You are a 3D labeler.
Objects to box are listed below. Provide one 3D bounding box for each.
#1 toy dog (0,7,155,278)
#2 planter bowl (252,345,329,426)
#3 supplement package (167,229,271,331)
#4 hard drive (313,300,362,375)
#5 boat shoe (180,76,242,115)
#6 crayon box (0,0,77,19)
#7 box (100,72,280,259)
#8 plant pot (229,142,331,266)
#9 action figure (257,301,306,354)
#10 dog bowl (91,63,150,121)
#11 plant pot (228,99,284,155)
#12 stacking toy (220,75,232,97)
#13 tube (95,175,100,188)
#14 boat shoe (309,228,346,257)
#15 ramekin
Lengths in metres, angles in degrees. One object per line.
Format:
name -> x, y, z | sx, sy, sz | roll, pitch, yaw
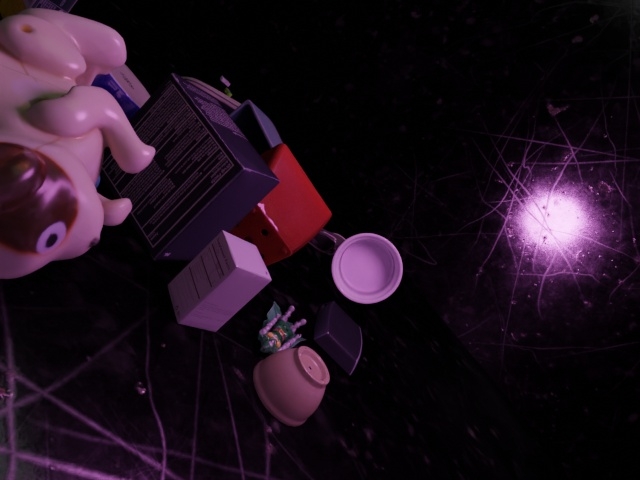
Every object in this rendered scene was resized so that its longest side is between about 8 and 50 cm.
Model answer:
toy dog -> -0.437, -0.139, 0.649 | 0.395, 0.284, 0.408 | 18, 40, -51
planter bowl -> -0.049, 0.299, 0.983 | 0.162, 0.109, 0.162 | 44, 16, -16
supplement package -> -0.209, 0.087, 0.937 | 0.105, 0.179, 0.105 | 31, 22, -49
hard drive -> 0.061, 0.289, 1.418 | 0.172, 0.054, 0.255 | 46, 15, -6
boat shoe -> -0.438, -0.517, 1.842 | 0.500, 0.156, 0.187 | 33, -1, 21
crayon box -> -0.793, -0.694, 1.251 | 0.319, 0.202, 0.081 | 56, 16, 26
box -> -0.308, -0.154, 1.054 | 0.294, 0.296, 0.182 | 53, 15, 16
plant pot -> -0.164, -0.064, 1.270 | 0.267, 0.267, 0.236 | 55, 29, -21
action figure -> -0.098, 0.228, 1.126 | 0.137, 0.063, 0.232 | 46, 16, 2
dog bowl -> -0.562, -0.403, 1.240 | 0.265, 0.104, 0.265 | 55, 5, -7
plant pot -> -0.233, -0.304, 1.657 | 0.252, 0.247, 0.248 | 14, 46, -62
stacking toy -> -0.475, -0.648, 2.087 | 0.052, 0.167, 0.221 | 36, 18, -37
tube -> -0.533, -0.136, 0.875 | 0.080, 0.052, 0.207 | 46, 19, 22
boat shoe -> 0.000, 0.000, 1.914 | 0.335, 0.112, 0.096 | 36, 36, -21
ramekin -> 0.187, 0.106, 1.837 | 0.277, 0.277, 0.135 | 48, 6, 1
